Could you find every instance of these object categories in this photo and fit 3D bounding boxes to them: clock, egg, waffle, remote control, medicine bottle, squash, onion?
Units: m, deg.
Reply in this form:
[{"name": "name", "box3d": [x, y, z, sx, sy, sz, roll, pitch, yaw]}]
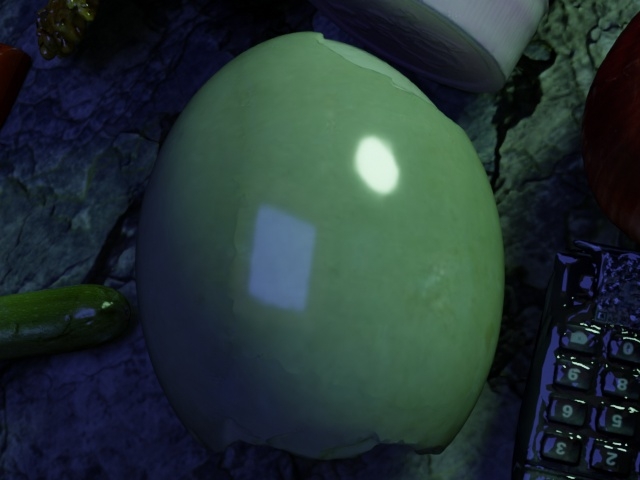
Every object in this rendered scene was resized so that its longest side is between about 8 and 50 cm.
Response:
[{"name": "clock", "box3d": [-0.424, -0.189, 1.095, 0.155, 0.061, 0.113, 20, 84, 29]}, {"name": "egg", "box3d": [0.000, 0.000, 0.734, 0.278, 0.278, 0.336, -5, 73, 22]}, {"name": "waffle", "box3d": [-0.245, -0.303, 0.992, 0.229, 0.051, 0.231, -2, 72, 61]}, {"name": "remote control", "box3d": [0.197, 0.203, 0.701, 0.145, 0.062, 0.398, 11, 81, 12]}, {"name": "medicine bottle", "box3d": [0.143, -0.313, 0.800, 0.212, 0.212, 0.325, 29, 87, 28]}, {"name": "squash", "box3d": [-0.298, 0.086, 0.954, 0.239, 0.069, 0.069, -10, 71, 20]}, {"name": "onion", "box3d": [0.308, -0.099, 0.699, 0.248, 0.161, 0.248, -28, 37, 23]}]
